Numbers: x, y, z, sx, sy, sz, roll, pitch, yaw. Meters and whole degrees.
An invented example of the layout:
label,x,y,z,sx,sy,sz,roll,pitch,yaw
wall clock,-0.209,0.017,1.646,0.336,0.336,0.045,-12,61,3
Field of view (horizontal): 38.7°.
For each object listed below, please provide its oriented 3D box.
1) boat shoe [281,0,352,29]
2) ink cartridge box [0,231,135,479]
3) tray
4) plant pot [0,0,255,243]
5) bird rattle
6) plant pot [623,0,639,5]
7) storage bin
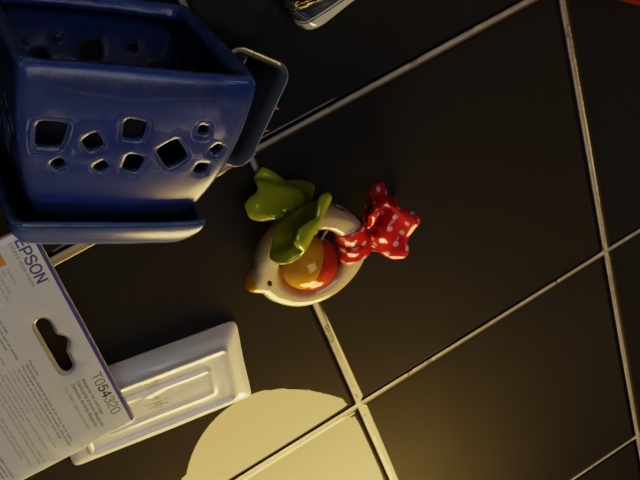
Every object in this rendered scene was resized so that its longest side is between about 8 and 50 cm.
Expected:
label,x,y,z,sx,sy,sz,roll,pitch,yaw
boat shoe,0.029,-0.330,1.066,0.183,0.065,0.083,-39,143,7
ink cartridge box,-0.439,0.169,1.103,0.330,0.071,0.324,-27,122,-14
tray,-0.228,0.218,1.270,0.271,0.030,0.145,-19,122,-18
plant pot,-0.231,-0.125,0.960,0.236,0.236,0.212,0,121,-29
bird rattle,0.000,0.000,1.245,0.254,0.143,0.207,8,124,-45
plant pot,0.418,-0.426,1.135,0.236,0.267,0.267,-6,119,-11
storage bin,-0.106,-0.170,1.085,0.098,0.091,0.135,16,108,-34
